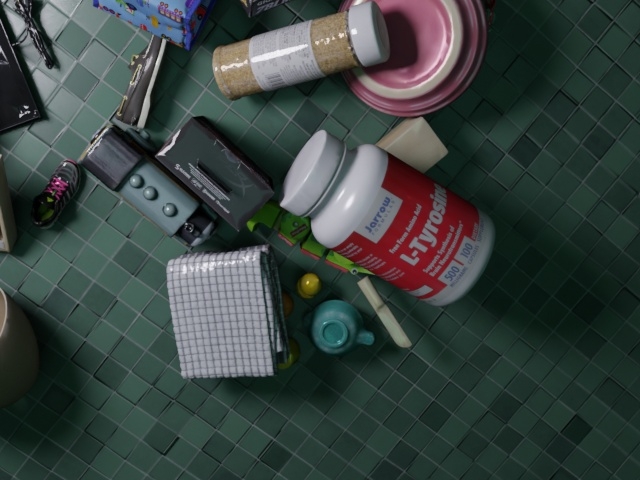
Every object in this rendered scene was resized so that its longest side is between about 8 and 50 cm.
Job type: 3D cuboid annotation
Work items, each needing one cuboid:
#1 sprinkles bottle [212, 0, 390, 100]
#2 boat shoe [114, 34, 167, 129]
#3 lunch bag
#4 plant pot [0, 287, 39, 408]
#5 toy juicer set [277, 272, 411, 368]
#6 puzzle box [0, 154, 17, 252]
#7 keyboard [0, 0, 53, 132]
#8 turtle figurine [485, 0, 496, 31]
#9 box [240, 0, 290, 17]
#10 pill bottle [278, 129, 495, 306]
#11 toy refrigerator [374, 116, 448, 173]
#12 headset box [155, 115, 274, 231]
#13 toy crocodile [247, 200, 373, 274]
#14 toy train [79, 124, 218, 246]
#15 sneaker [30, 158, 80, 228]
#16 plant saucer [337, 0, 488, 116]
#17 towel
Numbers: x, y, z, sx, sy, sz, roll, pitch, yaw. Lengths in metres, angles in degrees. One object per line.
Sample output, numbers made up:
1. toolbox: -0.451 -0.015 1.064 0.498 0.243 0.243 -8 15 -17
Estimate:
1. sprinkles bottle: -0.042 -0.382 1.488 0.355 0.121 0.121 -10 102 20
2. boat shoe: -0.377 -0.354 1.548 0.068 0.081 0.228 16 101 -11
3. lunch bag: -0.302 -0.575 1.477 0.221 0.138 0.293 25 74 -3
4. plant pot: -0.720 0.258 1.561 0.284 0.284 0.191 -34 136 2
5. toy juicer set: 0.027 0.168 1.673 0.329 0.089 0.209 -12 95 8
6. puzzle box: -0.844 -0.108 1.487 0.408 0.052 0.272 10 141 -6
7. keyboard: -0.668 -0.405 1.543 0.201 0.033 0.317 -18 102 5
8. turtle figurine: 0.291 -0.488 1.560 0.234 0.118 0.175 9 92 7
9. box: -0.079 -0.631 1.455 0.295 0.073 0.293 -26 82 -14
10. pill bottle: 0.131 -0.049 1.479 0.407 0.229 0.229 29 97 -17
11. toy refrigerator: 0.140 -0.155 1.621 0.269 0.094 0.102 -40 108 4
12. headset box: -0.208 -0.144 1.492 0.218 0.293 0.110 42 94 -11
13. toy crocodile: 0.000 0.000 1.627 0.340 0.115 0.105 26 104 -6
14. toy train: -0.355 -0.112 1.538 0.334 0.190 0.142 43 95 -10
15. sneaker: -0.577 -0.097 1.582 0.063 0.075 0.170 31 96 -9
16. plant saucer: 0.177 -0.423 1.514 0.332 0.084 0.332 5 105 19
17. towel: -0.198 0.159 1.611 0.235 0.121 0.284 -6 100 13
